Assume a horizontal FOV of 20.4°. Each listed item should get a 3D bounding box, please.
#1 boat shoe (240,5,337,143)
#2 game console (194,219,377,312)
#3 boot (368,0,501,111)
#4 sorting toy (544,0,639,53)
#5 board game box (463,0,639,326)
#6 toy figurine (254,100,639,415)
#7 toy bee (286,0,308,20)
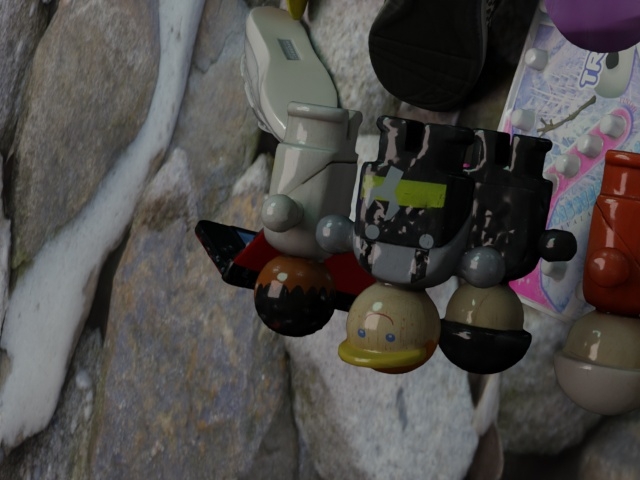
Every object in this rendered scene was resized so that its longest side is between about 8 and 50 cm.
[{"bbox_3d":[-0.035,-0.125,1.493,0.184,0.066,0.063,-115,33,-45],"label":"boat shoe"},{"bbox_3d":[0.000,0.000,1.289,0.085,0.144,0.124,-65,31,18],"label":"game console"},{"bbox_3d":[0.109,-0.216,1.259,0.236,0.085,0.179,95,-160,-58],"label":"boot"},{"bbox_3d":[0.197,-0.284,1.030,0.126,0.127,0.366,8,-87,-77],"label":"sorting toy"},{"bbox_3d":[0.223,-0.123,1.050,0.390,0.050,0.390,27,102,60],"label":"board game box"},{"bbox_3d":[0.075,0.010,0.988,0.213,0.209,0.148,18,100,62],"label":"toy figurine"},{"bbox_3d":[-0.041,-0.306,1.508,0.298,0.162,0.195,39,132,26],"label":"toy bee"}]
